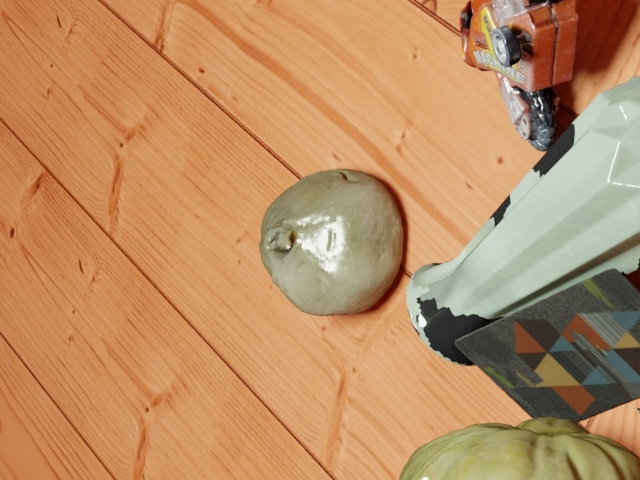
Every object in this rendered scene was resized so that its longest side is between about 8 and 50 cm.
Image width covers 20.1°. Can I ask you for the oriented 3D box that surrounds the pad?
[{"bbox_3d":[0.240,0.106,1.669,0.211,0.143,0.003,-30,22,45],"label":"pad"}]

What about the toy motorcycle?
[{"bbox_3d":[0.188,-0.219,1.706,0.298,0.089,0.171,86,168,-51],"label":"toy motorcycle"}]

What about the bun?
[{"bbox_3d":[0.000,0.000,1.957,0.173,0.113,0.166,-15,74,45],"label":"bun"}]

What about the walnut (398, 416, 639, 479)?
[{"bbox_3d":[0.182,0.294,1.605,0.282,0.253,0.276,24,103,47],"label":"walnut"}]

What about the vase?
[{"bbox_3d":[0.229,-0.008,1.672,0.360,0.165,0.165,-41,56,45],"label":"vase"}]

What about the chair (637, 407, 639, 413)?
[{"bbox_3d":[0.384,0.228,1.472,0.160,0.170,0.325,9,137,46],"label":"chair"}]
